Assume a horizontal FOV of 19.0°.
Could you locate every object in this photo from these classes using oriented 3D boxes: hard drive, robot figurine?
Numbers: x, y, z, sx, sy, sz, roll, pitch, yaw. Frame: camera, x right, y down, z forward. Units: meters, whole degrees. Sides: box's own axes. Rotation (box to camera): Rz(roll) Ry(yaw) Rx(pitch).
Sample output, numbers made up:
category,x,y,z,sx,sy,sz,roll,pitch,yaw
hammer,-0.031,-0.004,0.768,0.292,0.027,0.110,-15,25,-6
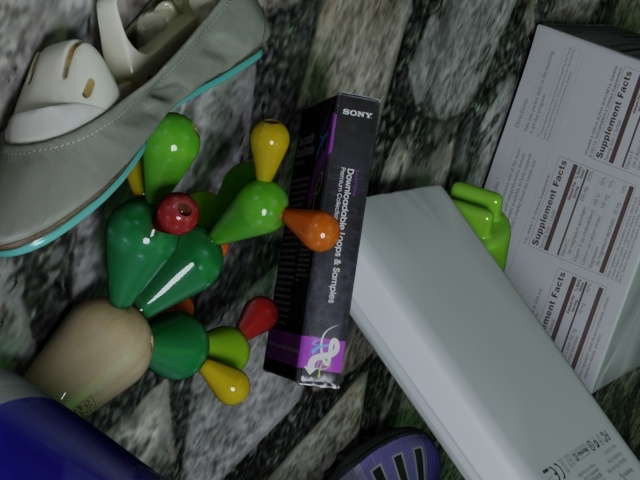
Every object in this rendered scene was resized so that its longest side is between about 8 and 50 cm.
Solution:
category,x,y,z,sx,sy,sz,roll,pitch,yaw
hard drive,0.122,0.102,1.268,0.040,0.307,0.203,-40,169,22
robot figurine,0.106,0.014,1.438,0.101,0.067,0.115,-60,162,-51

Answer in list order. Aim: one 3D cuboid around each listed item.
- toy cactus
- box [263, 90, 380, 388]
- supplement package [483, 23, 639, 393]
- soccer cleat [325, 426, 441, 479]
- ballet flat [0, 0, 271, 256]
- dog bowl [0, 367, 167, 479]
category,x,y,z,sx,sy,sz,roll,pitch,yaw
toy cactus,-0.077,0.034,0.993,0.180,0.112,0.219,-46,163,-22
box,0.000,0.000,1.097,0.116,0.029,0.162,-179,-83,-79
supplement package,0.232,-0.034,1.585,0.204,0.145,0.262,-13,124,-64
soccer cleat,0.029,0.239,1.415,0.318,0.116,0.109,-32,140,-56
ballet flat,-0.099,-0.072,0.878,0.213,0.072,0.068,-46,124,-44
dog bowl,-0.171,0.192,0.835,0.265,0.104,0.265,-51,162,-24
